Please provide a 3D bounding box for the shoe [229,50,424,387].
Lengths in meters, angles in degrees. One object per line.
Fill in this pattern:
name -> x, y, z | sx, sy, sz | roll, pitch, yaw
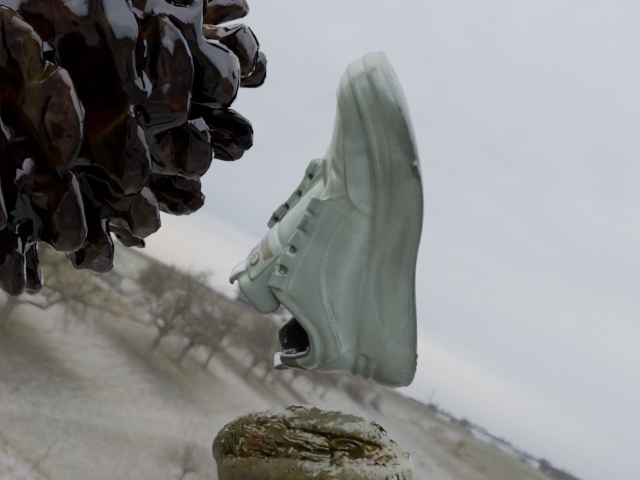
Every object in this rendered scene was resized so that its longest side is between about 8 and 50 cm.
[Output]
shoe -> 0.000, 0.000, 0.784 | 0.159, 0.316, 0.124 | -7, 32, -1

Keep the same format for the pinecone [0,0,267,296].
pinecone -> -0.177, -0.108, 0.630 | 0.298, 0.296, 0.242 | 54, -14, 36

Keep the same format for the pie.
pie -> -0.008, 0.222, 0.896 | 0.193, 0.079, 0.163 | -3, -37, 11
